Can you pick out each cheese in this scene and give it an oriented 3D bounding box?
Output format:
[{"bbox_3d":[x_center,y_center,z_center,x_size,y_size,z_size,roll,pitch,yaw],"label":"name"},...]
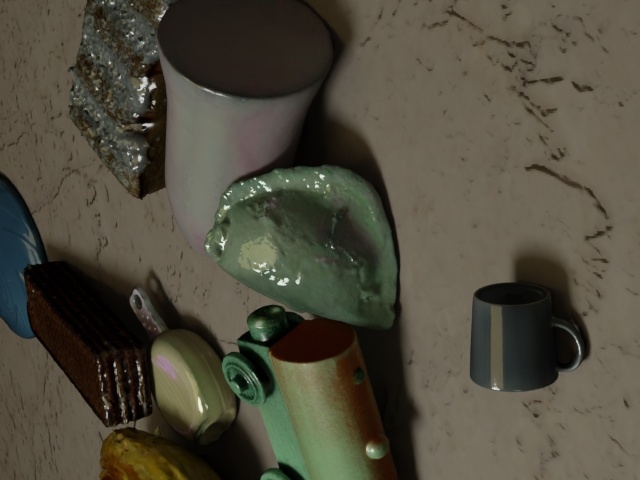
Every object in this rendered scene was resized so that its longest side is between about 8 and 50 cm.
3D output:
[{"bbox_3d":[-0.190,0.155,1.664,0.227,0.064,0.137,55,140,20],"label":"cheese"}]

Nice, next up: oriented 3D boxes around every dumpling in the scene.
[{"bbox_3d":[-0.005,0.010,1.273,0.216,0.105,0.149,30,140,-5],"label":"dumpling"}]

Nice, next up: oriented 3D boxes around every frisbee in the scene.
[{"bbox_3d":[-0.527,0.028,2.088,0.289,0.049,0.290,29,128,45],"label":"frisbee"}]

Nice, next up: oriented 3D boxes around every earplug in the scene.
[{"bbox_3d":[-0.094,-0.096,1.337,0.172,0.172,0.301,49,147,29],"label":"earplug"}]

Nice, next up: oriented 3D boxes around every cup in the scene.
[{"bbox_3d":[0.179,0.083,1.110,0.100,0.078,0.077,2,106,18],"label":"cup"}]

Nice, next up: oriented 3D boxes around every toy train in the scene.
[{"bbox_3d":[0.005,0.199,1.352,0.177,0.116,0.285,10,125,44],"label":"toy train"}]

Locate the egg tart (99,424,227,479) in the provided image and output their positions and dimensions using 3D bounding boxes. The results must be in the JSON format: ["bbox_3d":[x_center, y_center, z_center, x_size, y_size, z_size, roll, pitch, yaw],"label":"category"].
[{"bbox_3d":[-0.175,0.387,1.672,0.351,0.153,0.340,19,122,51],"label":"egg tart"}]

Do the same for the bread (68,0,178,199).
[{"bbox_3d":[-0.183,-0.252,1.413,0.165,0.113,0.417,47,139,28],"label":"bread"}]

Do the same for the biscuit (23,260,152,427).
[{"bbox_3d":[-0.334,0.134,1.794,0.388,0.073,0.107,31,129,57],"label":"biscuit"}]
